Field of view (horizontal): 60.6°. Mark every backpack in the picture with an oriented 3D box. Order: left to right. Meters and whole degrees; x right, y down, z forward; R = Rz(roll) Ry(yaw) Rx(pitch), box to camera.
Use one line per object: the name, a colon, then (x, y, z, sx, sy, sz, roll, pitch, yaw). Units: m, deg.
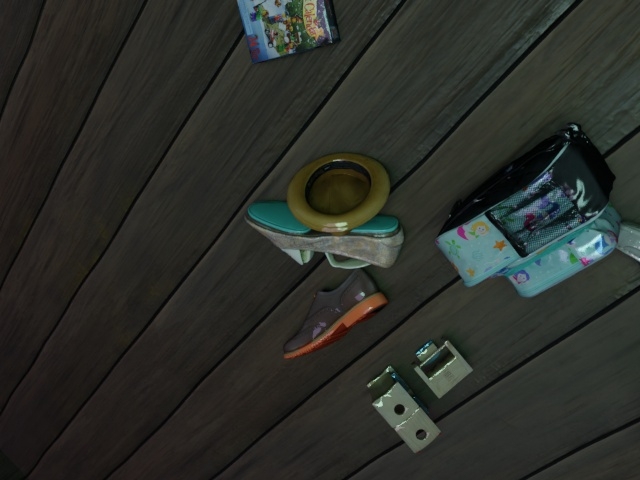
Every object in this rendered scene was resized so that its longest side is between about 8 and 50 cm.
backpack: (0.307, -0.029, 0.822, 0.253, 0.225, 0.191, -33, 90, 34)

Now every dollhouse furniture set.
dollhouse furniture set: (0.206, 0.289, 1.072, 0.183, 0.129, 0.129, -40, 91, 1)

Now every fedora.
fedora: (0.035, -0.072, 0.967, 0.194, 0.194, 0.079, 10, 142, 20)

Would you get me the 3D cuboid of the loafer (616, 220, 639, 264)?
loafer: (0.563, 0.089, 0.818, 0.319, 0.112, 0.111, 36, 112, 6)

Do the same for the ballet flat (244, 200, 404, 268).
ballet flat: (0.000, 0.000, 1.042, 0.315, 0.107, 0.106, 10, 124, 21)

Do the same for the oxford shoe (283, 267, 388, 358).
oxford shoe: (0.014, 0.153, 1.114, 0.271, 0.097, 0.098, -38, 72, 27)

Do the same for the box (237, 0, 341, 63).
box: (-0.068, -0.436, 0.929, 0.159, 0.044, 0.233, -6, 108, 26)
